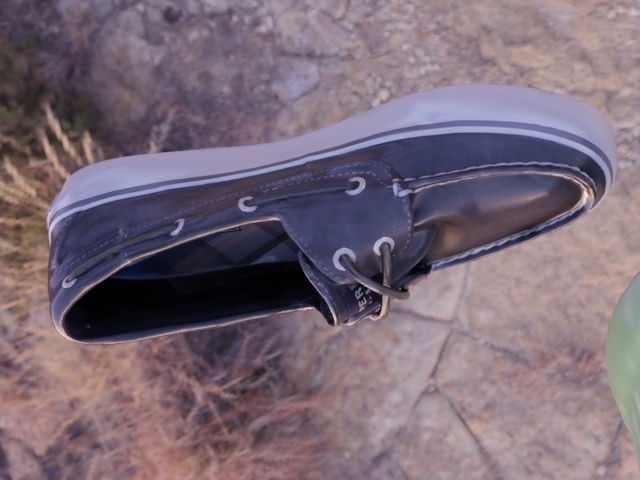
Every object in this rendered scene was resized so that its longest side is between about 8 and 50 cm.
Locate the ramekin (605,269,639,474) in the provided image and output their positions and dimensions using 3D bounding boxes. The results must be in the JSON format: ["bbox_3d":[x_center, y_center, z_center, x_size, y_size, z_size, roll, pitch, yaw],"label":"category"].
[{"bbox_3d":[0.265,0.094,0.436,0.303,0.303,0.148,-33,43,43],"label":"ramekin"}]

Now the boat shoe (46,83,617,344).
[{"bbox_3d":[0.000,0.000,0.454,0.228,0.076,0.080,-6,141,8],"label":"boat shoe"}]
